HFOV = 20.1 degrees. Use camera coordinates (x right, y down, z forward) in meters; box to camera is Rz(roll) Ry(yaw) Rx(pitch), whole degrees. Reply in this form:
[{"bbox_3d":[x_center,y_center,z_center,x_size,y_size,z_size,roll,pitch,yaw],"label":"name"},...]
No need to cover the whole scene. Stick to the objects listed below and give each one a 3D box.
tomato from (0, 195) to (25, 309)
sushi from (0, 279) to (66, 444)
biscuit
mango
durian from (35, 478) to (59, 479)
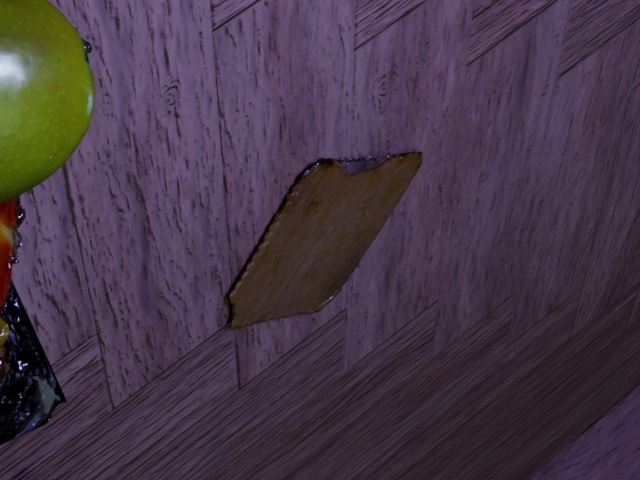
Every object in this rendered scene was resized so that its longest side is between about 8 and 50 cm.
[{"bbox_3d":[-0.291,-0.016,1.362,0.139,0.091,0.159,27,70,-68],"label":"tomato"},{"bbox_3d":[-0.319,0.106,1.436,0.172,0.153,0.150,-25,176,0],"label":"sushi"},{"bbox_3d":[0.000,0.000,1.968,0.232,0.013,0.237,-9,136,-55],"label":"biscuit"},{"bbox_3d":[-0.286,-0.085,1.203,0.293,0.143,0.175,-20,135,-30],"label":"mango"},{"bbox_3d":[-0.310,0.293,1.860,0.052,0.066,0.130,0,121,-59],"label":"durian"}]
